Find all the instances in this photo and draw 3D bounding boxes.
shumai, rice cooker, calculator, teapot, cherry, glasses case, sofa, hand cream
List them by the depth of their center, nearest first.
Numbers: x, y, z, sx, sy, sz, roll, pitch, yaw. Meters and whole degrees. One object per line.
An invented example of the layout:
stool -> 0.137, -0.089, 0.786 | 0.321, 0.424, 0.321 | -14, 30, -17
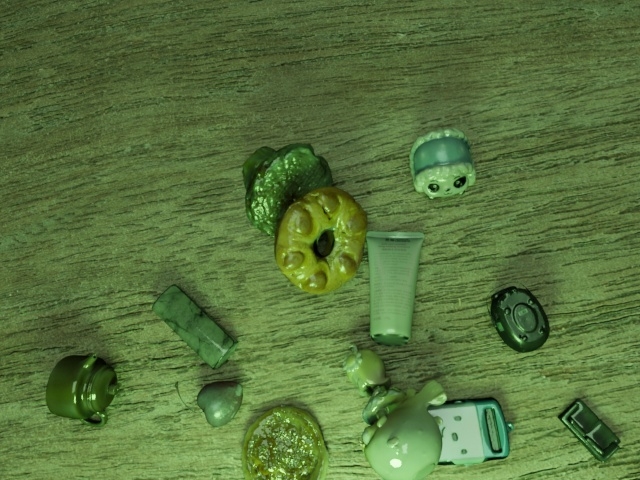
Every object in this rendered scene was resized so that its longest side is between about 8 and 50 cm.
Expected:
sofa -> 0.732, 0.511, 1.317 | 0.085, 0.060, 0.147 | -39, 72, -5
calculator -> 0.392, 0.537, 1.365 | 0.293, 0.051, 0.173 | -8, 71, 6
rice cooker -> 0.569, 0.220, 1.398 | 0.142, 0.118, 0.203 | -25, 75, 1
cherry -> -0.317, 0.458, 1.463 | 0.148, 0.115, 0.188 | -45, 66, 14
teapot -> -0.701, 0.460, 1.487 | 0.175, 0.185, 0.268 | 4, 111, 9
hand cream -> 0.220, 0.137, 1.492 | 0.185, 0.118, 0.359 | 1, 66, 13
glasses case -> -0.403, 0.273, 1.557 | 0.299, 0.060, 0.114 | 38, 82, 17
shumai -> -0.131, -0.184, 1.616 | 0.309, 0.304, 0.263 | -36, 38, -6

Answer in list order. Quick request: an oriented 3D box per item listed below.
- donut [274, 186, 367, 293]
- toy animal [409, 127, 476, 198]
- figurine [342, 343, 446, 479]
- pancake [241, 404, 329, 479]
donut -> 0.000, 0.000, 1.479 | 0.317, 0.150, 0.299 | -39, 106, -14
toy animal -> 0.390, -0.245, 1.549 | 0.208, 0.156, 0.204 | -7, 69, 10
figurine -> 0.197, 0.441, 1.335 | 0.274, 0.227, 0.394 | -33, 48, -1
pancake -> -0.108, 0.627, 1.415 | 0.282, 0.049, 0.282 | -3, 70, 8
